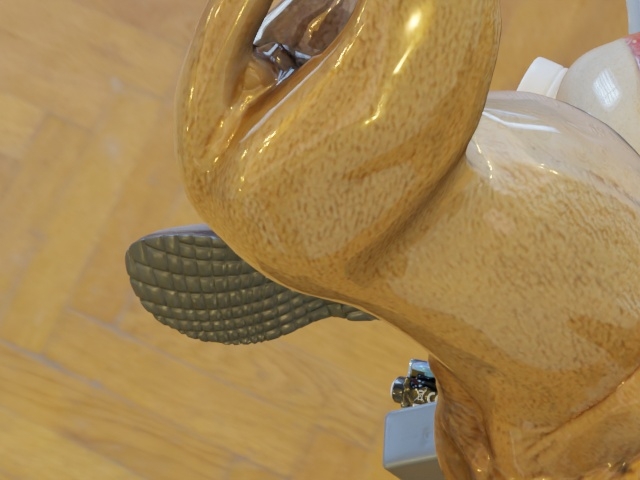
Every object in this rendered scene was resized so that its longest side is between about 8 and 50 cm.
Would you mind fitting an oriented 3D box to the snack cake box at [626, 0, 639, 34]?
[{"bbox_3d":[0.300,-0.122,1.342,0.152,0.264,0.089,-17,37,-5],"label":"snack cake box"}]

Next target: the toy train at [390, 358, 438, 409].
[{"bbox_3d":[0.165,0.165,1.941,0.184,0.105,0.080,9,91,26],"label":"toy train"}]

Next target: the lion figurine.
[{"bbox_3d":[0.064,-0.001,0.629,0.240,0.392,0.142,-44,27,12],"label":"lion figurine"}]

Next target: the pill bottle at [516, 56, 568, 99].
[{"bbox_3d":[0.263,-0.090,1.728,0.186,0.112,0.112,26,85,12],"label":"pill bottle"}]

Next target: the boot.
[{"bbox_3d":[0.000,0.000,1.874,0.338,0.223,0.118,1,116,23],"label":"boot"}]

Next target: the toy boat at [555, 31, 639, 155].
[{"bbox_3d":[0.214,-0.011,1.007,0.151,0.231,0.151,-18,42,11],"label":"toy boat"}]

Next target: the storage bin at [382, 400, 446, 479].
[{"bbox_3d":[0.123,0.174,1.694,0.135,0.091,0.098,-16,57,34],"label":"storage bin"}]
